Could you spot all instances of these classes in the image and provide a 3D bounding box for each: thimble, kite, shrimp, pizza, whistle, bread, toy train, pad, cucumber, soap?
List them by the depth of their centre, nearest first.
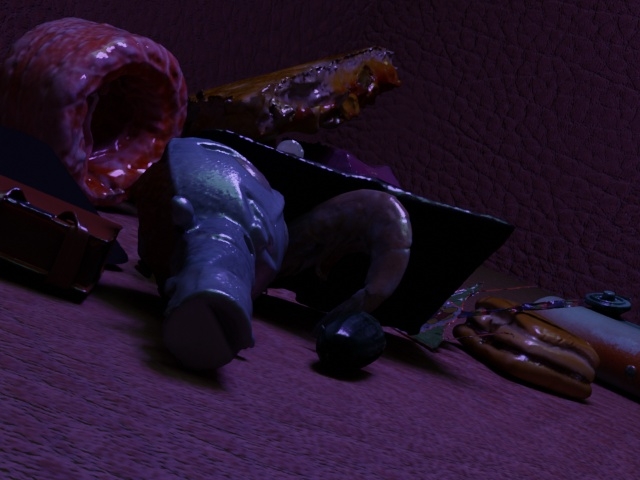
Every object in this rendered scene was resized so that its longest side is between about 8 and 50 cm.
[{"bbox_3d":[-0.089,0.012,1.013,0.133,0.142,0.346,0,17,-4],"label":"whistle"},{"bbox_3d":[0.022,0.084,1.077,0.048,0.048,0.105,20,5,13],"label":"cucumber"},{"bbox_3d":[-0.011,0.038,1.191,0.219,0.152,0.046,-20,-37,21],"label":"shrimp"},{"bbox_3d":[-0.379,-0.056,1.266,0.315,0.063,0.375,17,14,-30],"label":"pad"},{"bbox_3d":[0.177,0.082,1.474,0.244,0.006,0.198,-5,19,22],"label":"kite"},{"bbox_3d":[0.237,0.121,1.496,0.116,0.077,0.200,27,2,-18],"label":"bread"},{"bbox_3d":[-0.293,-0.165,1.660,0.162,0.239,0.239,21,4,33],"label":"thimble"},{"bbox_3d":[0.399,0.145,1.724,0.177,0.116,0.285,1,15,-38],"label":"toy train"},{"bbox_3d":[-0.098,-0.164,1.807,0.439,0.130,0.406,-15,9,5],"label":"pizza"},{"bbox_3d":[0.022,-0.041,1.865,0.112,0.182,0.289,19,-2,-34],"label":"soap"}]

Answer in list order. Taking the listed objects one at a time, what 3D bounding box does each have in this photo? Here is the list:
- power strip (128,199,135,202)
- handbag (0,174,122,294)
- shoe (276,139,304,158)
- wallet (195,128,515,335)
[{"bbox_3d":[-0.385,-0.129,1.951,0.193,0.059,0.265,17,6,-40],"label":"power strip"},{"bbox_3d":[-0.229,-0.009,1.041,0.127,0.063,0.190,23,1,-7],"label":"handbag"},{"bbox_3d":[-0.072,-0.055,1.673,0.128,0.140,0.262,-1,-8,35],"label":"shoe"},{"bbox_3d":[0.000,0.000,1.313,0.323,0.041,0.247,18,-34,-13],"label":"wallet"}]
